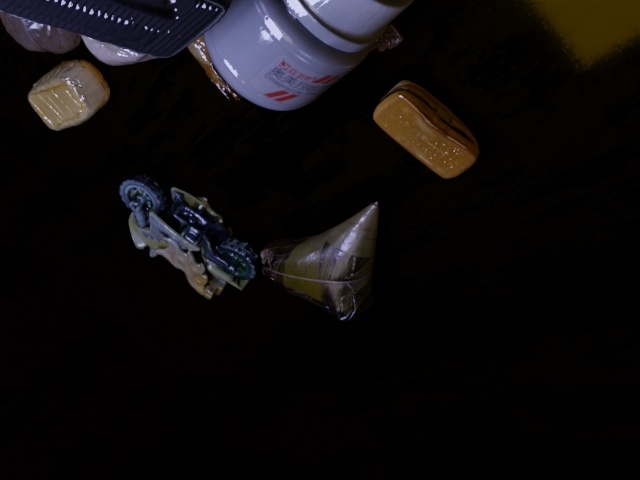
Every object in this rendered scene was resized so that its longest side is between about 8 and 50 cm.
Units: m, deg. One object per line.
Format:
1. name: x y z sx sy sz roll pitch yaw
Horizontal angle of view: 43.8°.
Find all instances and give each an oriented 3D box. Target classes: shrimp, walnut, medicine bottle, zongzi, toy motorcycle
1. shrimp: -0.207 -0.394 1.569 0.150 0.068 0.249 -1 125 36
2. walnut: -0.594 -0.507 1.678 0.178 0.178 0.230 16 129 26
3. medicine bottle: -0.018 -0.375 1.272 0.245 0.245 0.306 45 137 -13
4. zongzi: 0.000 0.000 1.817 0.289 0.154 0.317 23 124 24
5. toy motorcycle: -0.344 -0.006 2.043 0.410 0.169 0.237 34 147 3

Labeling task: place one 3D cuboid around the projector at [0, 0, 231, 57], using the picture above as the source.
1. projector: -0.332 -0.507 1.126 0.395 0.405 0.242 10 161 -39

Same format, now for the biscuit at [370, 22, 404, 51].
1. biscuit: 0.104 -0.362 1.384 0.092 0.016 0.082 16 135 25

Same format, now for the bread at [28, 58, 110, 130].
1. bread: -0.599 -0.351 1.906 0.236 0.106 0.140 -9 127 46

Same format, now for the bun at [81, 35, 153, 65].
1. bun: -0.329 -0.445 1.411 0.204 0.281 0.281 -1 132 29

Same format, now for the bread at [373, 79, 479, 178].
1. bread: 0.196 -0.202 1.442 0.200 0.077 0.116 38 144 -7
